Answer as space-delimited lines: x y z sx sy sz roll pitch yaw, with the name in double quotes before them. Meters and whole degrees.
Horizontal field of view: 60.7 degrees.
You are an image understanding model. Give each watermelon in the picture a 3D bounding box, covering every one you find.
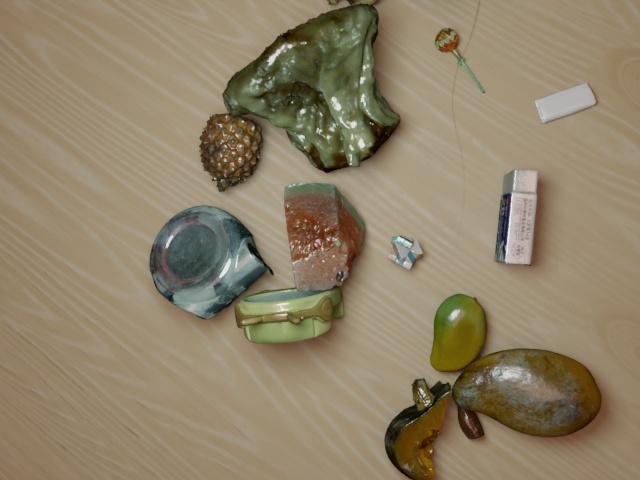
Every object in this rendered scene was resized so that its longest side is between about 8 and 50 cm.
"watermelon" 0.000 0.000 1.261 0.192 0.140 0.257 2 52 9

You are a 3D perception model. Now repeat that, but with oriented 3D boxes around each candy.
"candy" 0.342 -0.432 1.322 0.055 0.049 0.185 -35 90 37

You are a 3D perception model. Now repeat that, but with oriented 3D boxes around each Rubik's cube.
"Rubik's cube" 0.204 0.023 1.312 0.075 0.084 0.073 26 98 -8

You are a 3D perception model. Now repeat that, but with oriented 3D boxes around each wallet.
"wallet" 0.575 -0.324 1.285 0.122 0.025 0.061 -19 80 9

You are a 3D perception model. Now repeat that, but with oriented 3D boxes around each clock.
"clock" -0.078 0.168 1.238 0.235 0.308 0.096 -5 91 10

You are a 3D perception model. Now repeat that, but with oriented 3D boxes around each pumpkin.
"pumpkin" 0.220 0.436 1.279 0.126 0.131 0.248 11 89 9

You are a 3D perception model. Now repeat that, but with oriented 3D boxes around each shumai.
"shumai" 0.009 -0.315 1.252 0.397 0.324 0.323 -31 102 2

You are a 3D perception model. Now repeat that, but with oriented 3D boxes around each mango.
"mango" 0.327 0.220 1.291 0.122 0.085 0.191 5 101 -2
"mango" 0.460 0.339 1.235 0.316 0.146 0.193 1 91 16

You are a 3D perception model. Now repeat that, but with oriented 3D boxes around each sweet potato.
"sweet potato" 0.346 0.420 1.298 0.049 0.049 0.117 -29 81 8

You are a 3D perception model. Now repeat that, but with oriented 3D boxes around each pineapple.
"pineapple" -0.226 -0.214 1.350 0.166 0.166 0.193 13 90 9

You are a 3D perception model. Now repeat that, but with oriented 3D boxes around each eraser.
"eraser" 0.447 -0.050 1.249 0.067 0.124 0.210 5 91 8

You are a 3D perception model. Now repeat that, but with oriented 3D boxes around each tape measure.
"tape measure" -0.277 0.054 1.336 0.256 0.147 0.275 -40 62 1

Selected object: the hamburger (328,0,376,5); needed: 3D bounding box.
"hamburger" 0.097 -0.724 1.249 0.162 0.330 0.209 6 67 -1
